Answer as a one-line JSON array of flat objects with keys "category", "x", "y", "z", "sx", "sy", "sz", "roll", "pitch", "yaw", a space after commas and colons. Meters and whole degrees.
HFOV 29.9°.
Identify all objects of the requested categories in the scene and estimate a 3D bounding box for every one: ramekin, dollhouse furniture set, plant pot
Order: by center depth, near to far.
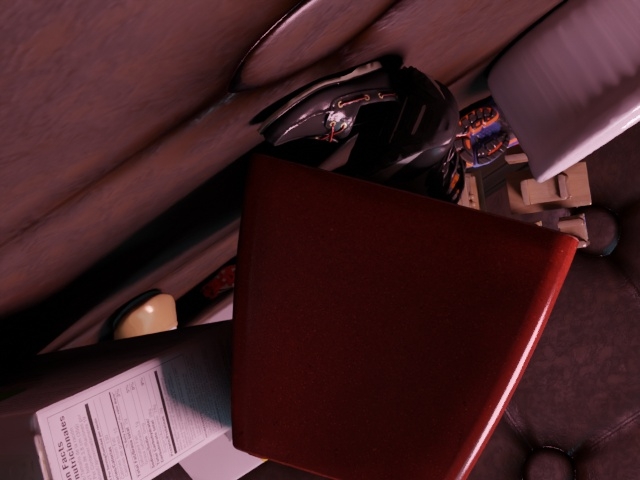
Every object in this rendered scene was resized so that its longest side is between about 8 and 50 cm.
[{"category": "plant pot", "x": 0.053, "y": 0.092, "z": 1.041, "sx": 0.267, "sy": 0.267, "sz": 0.235, "roll": 49, "pitch": 57, "yaw": -79}, {"category": "ramekin", "x": 0.316, "y": -0.195, "z": 1.307, "sx": 0.277, "sy": 0.135, "sz": 0.277, "roll": -34, "pitch": 175, "yaw": -4}, {"category": "dollhouse furniture set", "x": 0.351, "y": -0.083, "z": 2.103, "sx": 0.242, "sy": 0.212, "sz": 0.161, "roll": -8, "pitch": -179, "yaw": 18}]

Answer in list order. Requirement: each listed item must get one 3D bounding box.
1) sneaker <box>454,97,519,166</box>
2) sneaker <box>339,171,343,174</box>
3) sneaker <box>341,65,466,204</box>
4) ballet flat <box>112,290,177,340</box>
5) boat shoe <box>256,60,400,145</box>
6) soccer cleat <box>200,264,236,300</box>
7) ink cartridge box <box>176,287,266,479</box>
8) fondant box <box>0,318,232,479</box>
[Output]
[{"category": "sneaker", "x": 0.229, "y": -0.153, "z": 1.539, "sx": 0.221, "sy": 0.083, "sz": 0.087, "roll": -24, "pitch": -177, "yaw": -30}, {"category": "sneaker", "x": 0.038, "y": -0.036, "z": 1.353, "sx": 0.067, "sy": 0.078, "sz": 0.188, "roll": -35, "pitch": 173, "yaw": 13}, {"category": "sneaker", "x": 0.087, "y": -0.074, "z": 1.043, "sx": 0.271, "sy": 0.108, "sz": 0.100, "roll": 130, "pitch": -17, "yaw": -81}, {"category": "ballet flat", "x": -0.191, "y": 0.114, "z": 1.359, "sx": 0.080, "sy": 0.073, "sz": 0.232, "roll": -33, "pitch": 174, "yaw": -17}, {"category": "boat shoe", "x": 0.009, "y": -0.097, "z": 0.895, "sx": 0.133, "sy": 0.042, "sz": 0.049, "roll": -27, "pitch": 173, "yaw": -41}, {"category": "soccer cleat", "x": -0.114, "y": 0.047, "z": 1.467, "sx": 0.083, "sy": 0.029, "sz": 0.035, "roll": -35, "pitch": -176, "yaw": 41}, {"category": "ink cartridge box", "x": -0.080, "y": 0.155, "z": 1.552, "sx": 0.270, "sy": 0.197, "sz": 0.198, "roll": -36, "pitch": -174, "yaw": 24}, {"category": "fondant box", "x": -0.230, "y": 0.158, "z": 1.014, "sx": 0.238, "sy": 0.096, "sz": 0.330, "roll": -12, "pitch": -178, "yaw": 23}]
